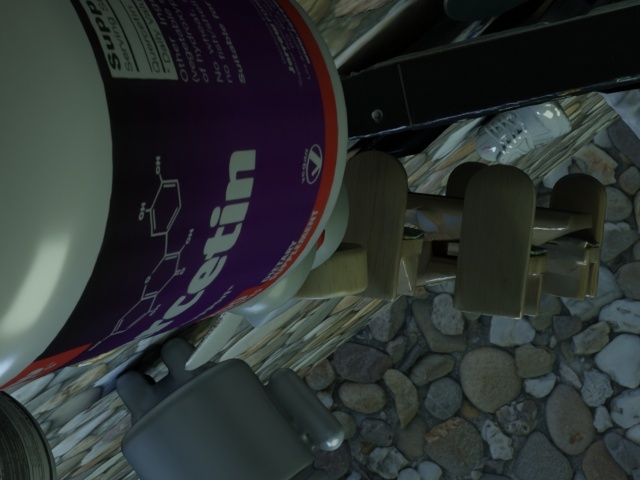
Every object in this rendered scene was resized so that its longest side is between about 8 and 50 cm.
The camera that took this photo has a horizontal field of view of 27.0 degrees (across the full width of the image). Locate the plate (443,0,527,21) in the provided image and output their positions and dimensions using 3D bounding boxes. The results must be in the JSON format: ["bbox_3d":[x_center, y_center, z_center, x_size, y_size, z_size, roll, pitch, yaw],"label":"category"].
[{"bbox_3d":[0.178,-0.245,1.091,0.188,0.024,0.188,-28,167,-7],"label":"plate"}]

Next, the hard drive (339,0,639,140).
[{"bbox_3d":[0.206,-0.154,1.155,0.338,0.064,0.237,-10,-176,25],"label":"hard drive"}]

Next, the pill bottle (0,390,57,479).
[{"bbox_3d":[-0.304,0.189,1.009,0.176,0.176,0.318,-37,171,-1],"label":"pill bottle"}]

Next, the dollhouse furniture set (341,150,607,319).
[{"bbox_3d":[0.257,-0.056,1.396,0.394,0.257,0.362,8,-176,23],"label":"dollhouse furniture set"}]

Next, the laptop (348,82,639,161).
[{"bbox_3d":[0.199,-0.130,1.471,0.264,0.137,0.234,-43,169,23],"label":"laptop"}]

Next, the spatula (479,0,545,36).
[{"bbox_3d":[0.214,-0.253,1.222,0.084,0.030,0.296,-29,167,-34],"label":"spatula"}]

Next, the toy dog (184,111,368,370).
[{"bbox_3d":[-0.065,-0.018,0.950,0.160,0.220,0.334,-7,167,9],"label":"toy dog"}]

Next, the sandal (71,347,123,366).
[{"bbox_3d":[-0.143,0.003,1.094,0.240,0.088,0.079,-39,143,-39],"label":"sandal"}]

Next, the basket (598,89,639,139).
[{"bbox_3d":[0.564,-0.217,1.886,0.266,0.328,0.331,-43,170,13],"label":"basket"}]

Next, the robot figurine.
[{"bbox_3d":[-0.117,0.294,1.718,0.300,0.353,0.200,-36,171,1],"label":"robot figurine"}]

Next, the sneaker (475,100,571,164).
[{"bbox_3d":[0.270,-0.150,1.830,0.115,0.090,0.232,-33,170,-4],"label":"sneaker"}]

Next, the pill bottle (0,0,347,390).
[{"bbox_3d":[-0.122,-0.037,0.518,0.181,0.181,0.323,-40,171,21],"label":"pill bottle"}]

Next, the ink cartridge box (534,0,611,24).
[{"bbox_3d":[0.293,-0.283,1.291,0.208,0.045,0.206,-49,178,-26],"label":"ink cartridge box"}]

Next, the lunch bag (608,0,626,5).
[{"bbox_3d":[0.458,-0.260,1.454,0.169,0.235,0.287,-44,-179,-44],"label":"lunch bag"}]

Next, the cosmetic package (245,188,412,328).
[{"bbox_3d":[0.000,0.000,1.549,0.231,0.085,0.117,-32,170,-43],"label":"cosmetic package"}]
